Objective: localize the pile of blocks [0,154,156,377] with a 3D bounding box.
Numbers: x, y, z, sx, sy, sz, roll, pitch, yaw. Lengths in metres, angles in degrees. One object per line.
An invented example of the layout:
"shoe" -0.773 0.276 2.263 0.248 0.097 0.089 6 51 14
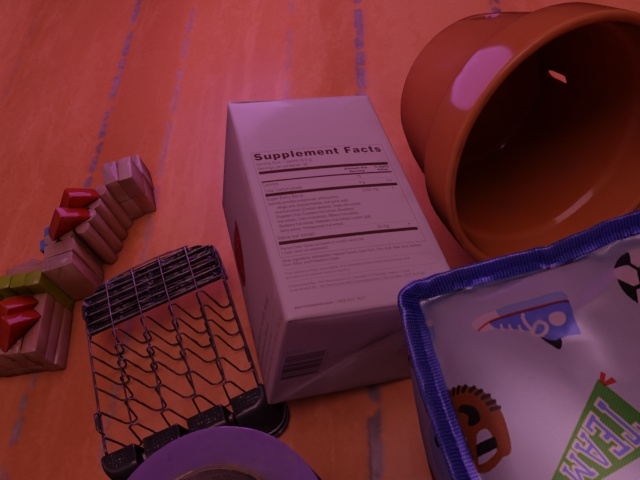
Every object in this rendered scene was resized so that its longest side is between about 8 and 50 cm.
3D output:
"pile of blocks" -0.359 0.007 0.827 0.149 0.112 0.362 12 60 20

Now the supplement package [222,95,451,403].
"supplement package" 0.000 0.000 0.682 0.175 0.177 0.293 -6 52 -16

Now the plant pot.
"plant pot" 0.226 -0.136 0.705 0.291 0.290 0.203 -27 38 -5

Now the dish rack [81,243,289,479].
"dish rack" -0.176 0.136 0.726 0.208 0.074 0.271 -23 53 -4

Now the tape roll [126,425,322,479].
"tape roll" -0.072 0.246 0.465 0.189 0.080 0.189 -7 54 10

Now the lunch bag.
"lunch bag" 0.203 0.234 0.413 0.239 0.328 0.385 -19 56 6
